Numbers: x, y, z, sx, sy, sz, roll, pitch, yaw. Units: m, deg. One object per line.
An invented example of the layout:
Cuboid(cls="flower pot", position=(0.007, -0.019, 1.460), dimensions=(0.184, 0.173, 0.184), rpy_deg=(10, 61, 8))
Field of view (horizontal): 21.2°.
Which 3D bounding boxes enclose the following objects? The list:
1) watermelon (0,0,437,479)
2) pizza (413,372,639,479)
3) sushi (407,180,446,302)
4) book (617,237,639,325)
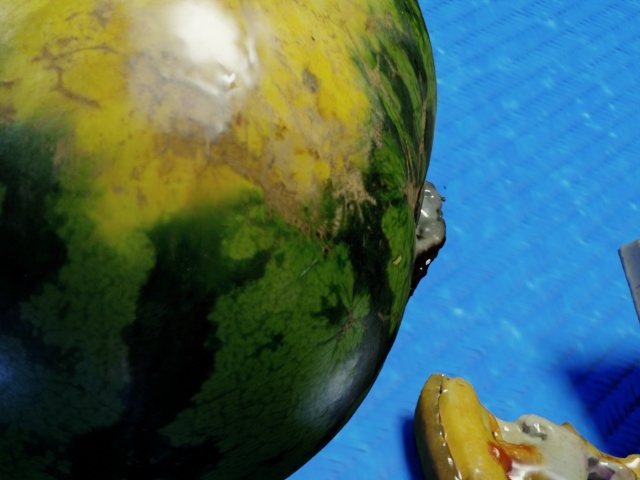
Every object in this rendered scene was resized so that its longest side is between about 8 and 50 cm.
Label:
Cuboid(cls="watermelon", position=(-0.081, -0.028, 0.620), dimensions=(0.269, 0.269, 0.269), rpy_deg=(22, 38, -18))
Cuboid(cls="pizza", position=(0.135, 0.141, 0.782), dimensions=(0.176, 0.036, 0.185), rpy_deg=(5, 46, -35))
Cuboid(cls="sushi", position=(0.001, 0.001, 0.792), dimensions=(0.098, 0.084, 0.094), rpy_deg=(36, 39, 9))
Cuboid(cls="book", position=(0.273, 0.094, 0.896), dimensions=(0.269, 0.025, 0.191), rpy_deg=(4, 66, -41))
